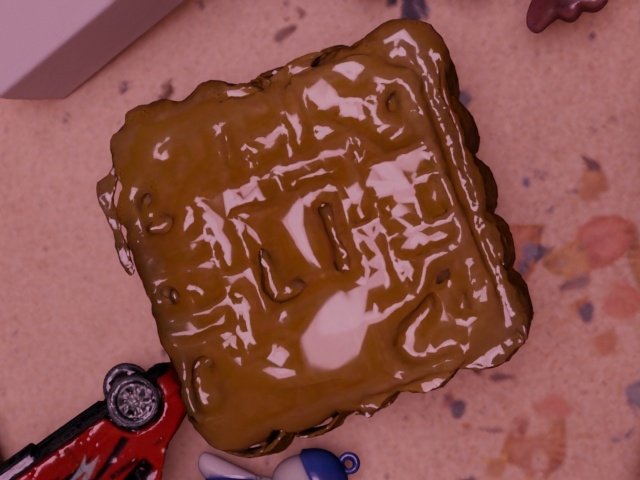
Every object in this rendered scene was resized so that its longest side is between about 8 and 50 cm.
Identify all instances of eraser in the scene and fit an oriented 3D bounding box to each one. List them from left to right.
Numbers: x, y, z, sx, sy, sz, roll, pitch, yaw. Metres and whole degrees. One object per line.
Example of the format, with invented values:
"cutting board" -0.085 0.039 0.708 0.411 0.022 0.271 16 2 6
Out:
"eraser" -0.094 -0.200 0.754 0.298 0.076 0.078 -34 82 23

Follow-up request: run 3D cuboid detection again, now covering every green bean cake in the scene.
"green bean cake" 0.000 0.000 0.751 0.224 0.131 0.230 -19 85 7

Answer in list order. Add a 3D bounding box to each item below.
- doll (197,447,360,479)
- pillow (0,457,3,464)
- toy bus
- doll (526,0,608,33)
"doll" -0.039 0.171 0.787 0.143 0.057 0.099 -29 74 3
"pillow" -0.227 0.215 0.811 0.093 0.051 0.241 -25 87 6
"toy bus" -0.154 0.155 0.761 0.195 0.081 0.089 -36 97 -10
"doll" 0.085 -0.239 0.765 0.211 0.093 0.262 -36 84 17
